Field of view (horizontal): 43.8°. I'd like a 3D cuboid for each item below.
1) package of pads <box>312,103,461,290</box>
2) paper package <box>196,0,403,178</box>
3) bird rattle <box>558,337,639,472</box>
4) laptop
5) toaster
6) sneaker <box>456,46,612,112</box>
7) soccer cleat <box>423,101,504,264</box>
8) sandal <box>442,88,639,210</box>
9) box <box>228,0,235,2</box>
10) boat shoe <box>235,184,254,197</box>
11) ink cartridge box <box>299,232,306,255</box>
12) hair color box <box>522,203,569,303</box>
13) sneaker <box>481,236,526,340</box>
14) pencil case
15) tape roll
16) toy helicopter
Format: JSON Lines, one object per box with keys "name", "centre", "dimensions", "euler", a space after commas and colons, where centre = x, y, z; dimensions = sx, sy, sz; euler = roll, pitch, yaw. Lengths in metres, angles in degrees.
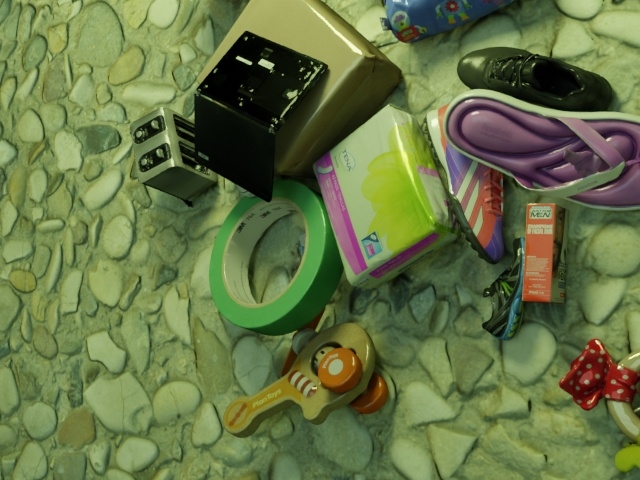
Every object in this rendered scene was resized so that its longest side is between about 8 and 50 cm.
{"name": "package of pads", "centre": [0.122, -0.086, 1.527], "dimensions": [0.229, 0.101, 0.296], "euler": [-35, 58, 31]}
{"name": "paper package", "centre": [-0.050, -0.337, 1.661], "dimensions": [0.309, 0.168, 0.325], "euler": [-50, 62, 18]}
{"name": "bird rattle", "centre": [0.523, 0.257, 1.277], "dimensions": [0.207, 0.143, 0.253], "euler": [-33, 54, 13]}
{"name": "laptop", "centre": [-0.126, -0.252, 1.597], "dimensions": [0.234, 0.136, 0.264], "euler": [30, 77, 31]}
{"name": "toaster", "centre": [-0.334, -0.192, 1.831], "dimensions": [0.110, 0.186, 0.168], "euler": [-26, 63, 25]}
{"name": "sneaker", "centre": [0.364, -0.295, 1.411], "dimensions": [0.286, 0.130, 0.109], "euler": [19, 96, 34]}
{"name": "soccer cleat", "centre": [0.289, -0.115, 1.457], "dimensions": [0.116, 0.109, 0.318], "euler": [-24, 70, 22]}
{"name": "sandal", "centre": [0.399, -0.138, 1.329], "dimensions": [0.416, 0.102, 0.169], "euler": [15, 117, 17]}
{"name": "box", "centre": [-0.237, -0.643, 1.763], "dimensions": [0.128, 0.257, 0.122], "euler": [-20, 76, 30]}
{"name": "boat shoe", "centre": [-0.180, -0.187, 1.739], "dimensions": [0.083, 0.076, 0.226], "euler": [-43, 40, 11]}
{"name": "ink cartridge box", "centre": [0.000, 0.000, 1.671], "dimensions": [0.083, 0.028, 0.048], "euler": [-22, 73, 30]}
{"name": "hair color box", "centre": [0.391, 0.024, 1.378], "dimensions": [0.053, 0.093, 0.167], "euler": [0, 85, 32]}
{"name": "sneaker", "centre": [0.332, 0.083, 1.424], "dimensions": [0.078, 0.067, 0.188], "euler": [17, 96, 27]}
{"name": "pencil case", "centre": [0.261, -0.476, 1.499], "dimensions": [0.306, 0.133, 0.119], "euler": [-16, 47, 30]}
{"name": "tape roll", "centre": [-0.094, 0.035, 1.655], "dimensions": [0.321, 0.077, 0.321], "euler": [-17, 61, 34]}
{"name": "toy helicopter", "centre": [-0.051, 0.277, 1.602], "dimensions": [0.355, 0.140, 0.235], "euler": [-32, 45, 14]}
